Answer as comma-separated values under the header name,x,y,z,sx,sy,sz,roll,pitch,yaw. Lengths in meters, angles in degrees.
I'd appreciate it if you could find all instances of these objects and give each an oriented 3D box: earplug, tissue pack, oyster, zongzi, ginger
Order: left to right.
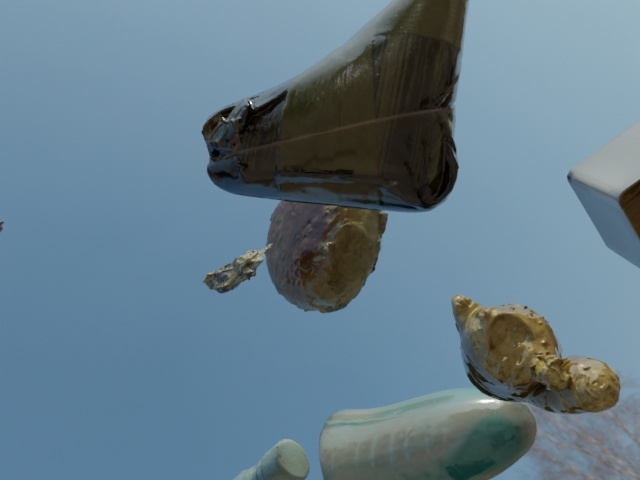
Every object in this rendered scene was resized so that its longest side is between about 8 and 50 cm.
name,x,y,z,sx,sy,sz,roll,pitch,yaw
oyster,-0.163,0.060,1.166,0.165,0.108,0.053,-37,-64,21
zongzi,0.016,-0.195,0.674,0.289,0.154,0.318,6,-76,1
earplug,0.177,0.312,0.922,0.185,0.323,0.185,37,-142,-36
ginger,0.155,0.095,0.505,0.115,0.205,0.081,9,-96,-3
tissue pack,0.483,-0.087,0.780,0.246,0.136,0.159,-38,-72,6

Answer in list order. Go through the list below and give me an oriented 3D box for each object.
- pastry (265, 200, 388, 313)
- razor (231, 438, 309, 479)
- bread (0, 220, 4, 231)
name,x,y,z,sx,sy,sz,roll,pitch,yaw
pastry,0.000,0.000,1.249,0.136,0.329,0.330,19,-90,-35
razor,-0.091,0.192,0.379,0.068,0.106,0.232,32,-64,-25
bread,-0.572,-0.012,0.802,0.210,0.099,0.235,45,-113,5
